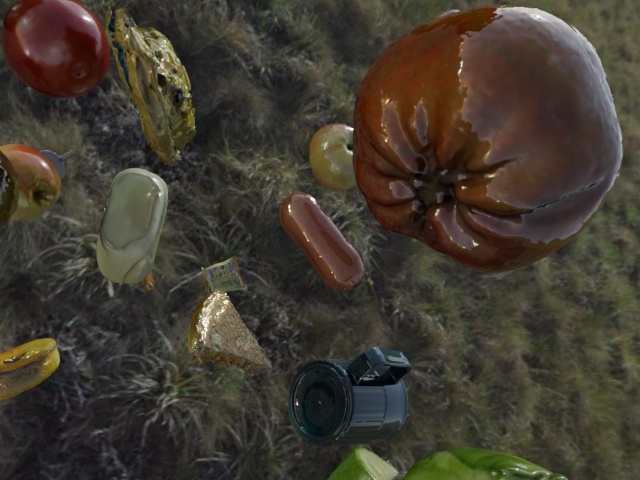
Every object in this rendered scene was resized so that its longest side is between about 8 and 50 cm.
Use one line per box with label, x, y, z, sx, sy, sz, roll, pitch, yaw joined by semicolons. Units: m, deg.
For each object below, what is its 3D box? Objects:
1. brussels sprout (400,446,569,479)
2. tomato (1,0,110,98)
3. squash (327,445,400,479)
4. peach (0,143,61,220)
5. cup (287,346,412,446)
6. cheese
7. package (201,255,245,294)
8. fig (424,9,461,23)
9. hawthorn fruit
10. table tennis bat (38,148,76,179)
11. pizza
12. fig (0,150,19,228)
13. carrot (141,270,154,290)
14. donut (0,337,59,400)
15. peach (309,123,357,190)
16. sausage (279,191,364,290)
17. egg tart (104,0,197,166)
brussels sprout;0.206;0.356;0.542;0.210;0.271;0.219;-28;79;-37
tomato;-0.500;-0.365;0.895;0.136;0.195;0.195;45;45;13
squash;0.022;0.550;0.906;0.289;0.111;0.203;-54;157;-4
peach;-0.737;-0.144;1.132;0.184;0.184;0.184;17;62;-35
cup;0.102;0.453;1.325;0.292;0.307;0.242;23;55;-48
cheese;-0.436;-0.034;1.089;0.127;0.233;0.266;12;68;-19
package;-0.305;0.117;1.449;0.120;0.031;0.108;-18;95;-18
fig;0.324;-0.492;1.230;0.205;0.205;0.205;17;62;-35
hawthorn fruit;0.186;-0.127;0.520;0.277;0.277;0.298;53;51;-10
table tennis bat;-0.806;-0.256;1.476;0.170;0.119;0.108;-67;141;-51
pizza;-0.178;0.204;0.920;0.199;0.062;0.188;45;22;-16
fig;-0.651;-0.048;0.839;0.216;0.321;0.217;10;57;-16
carrot;-0.584;0.119;1.551;0.061;0.209;0.061;-13;115;-28
donut;-0.692;0.296;1.057;0.190;0.174;0.075;-30;109;-52
peach;0.046;-0.262;1.535;0.232;0.232;0.233;17;62;-35
sausage;0.000;0.000;0.808;0.077;0.077;0.194;-30;78;-44
egg tart;-0.288;-0.281;0.838;0.106;0.291;0.291;-19;84;-11
